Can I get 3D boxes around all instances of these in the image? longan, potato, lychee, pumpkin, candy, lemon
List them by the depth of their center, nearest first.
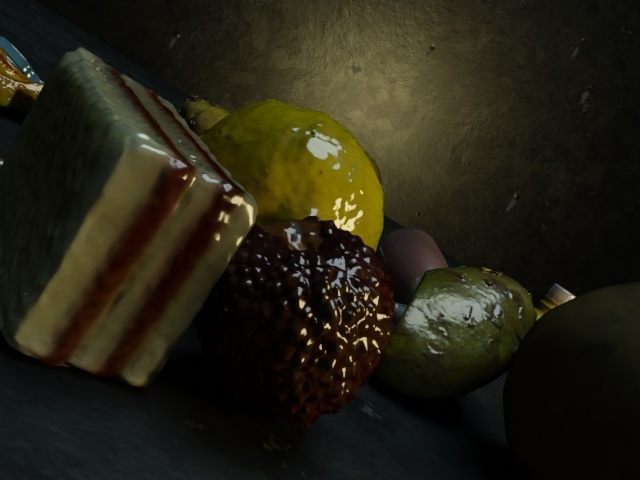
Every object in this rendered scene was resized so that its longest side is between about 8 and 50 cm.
[{"bbox_3d":[-0.024,0.074,0.582,0.188,0.188,0.188,32,9,-6],"label":"lychee"},{"bbox_3d":[-0.192,-0.040,0.585,0.135,0.179,0.321,27,12,-34],"label":"candy"},{"bbox_3d":[0.409,0.218,0.749,0.404,0.336,0.404,17,-7,2],"label":"longan"},{"bbox_3d":[-0.055,-0.037,0.791,0.253,0.253,0.310,29,-3,-23],"label":"lemon"},{"bbox_3d":[0.186,0.121,0.916,0.298,0.141,0.176,-15,43,-42],"label":"potato"},{"bbox_3d":[-0.519,-0.270,0.958,0.149,0.130,0.254,0,-50,48],"label":"pumpkin"},{"bbox_3d":[-0.210,-0.207,1.493,0.300,0.140,0.173,40,3,9],"label":"potato"}]

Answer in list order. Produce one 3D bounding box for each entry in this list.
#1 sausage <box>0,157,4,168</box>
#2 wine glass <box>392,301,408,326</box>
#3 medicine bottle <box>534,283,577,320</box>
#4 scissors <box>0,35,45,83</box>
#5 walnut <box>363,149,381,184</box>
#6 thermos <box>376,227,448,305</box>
[{"bbox_3d":[-0.318,-0.061,0.739,0.116,0.026,0.026,28,11,-25],"label":"sausage"},{"bbox_3d":[0.107,0.159,1.003,0.309,0.096,0.264,34,33,2],"label":"wine glass"},{"bbox_3d":[0.486,0.200,1.463,0.122,0.212,0.122,32,9,-6],"label":"medicine bottle"},{"bbox_3d":[-0.436,-0.222,1.076,0.256,0.030,0.125,42,-24,5],"label":"scissors"},{"bbox_3d":[0.045,-0.143,1.732,0.227,0.283,0.283,-8,10,3],"label":"walnut"},{"bbox_3d":[0.214,0.101,1.365,0.176,0.146,0.265,56,7,-26],"label":"thermos"}]
